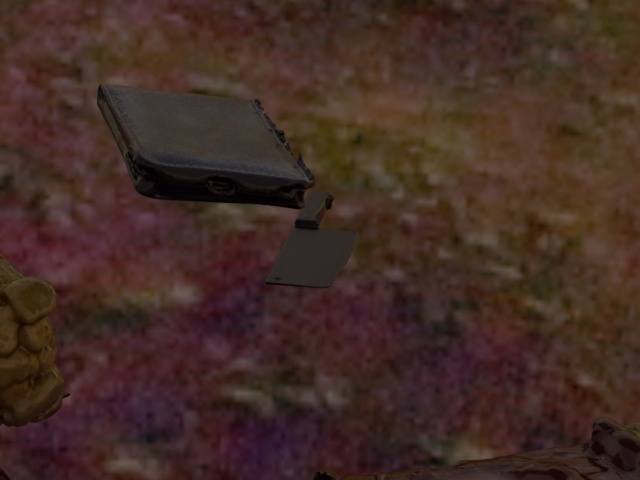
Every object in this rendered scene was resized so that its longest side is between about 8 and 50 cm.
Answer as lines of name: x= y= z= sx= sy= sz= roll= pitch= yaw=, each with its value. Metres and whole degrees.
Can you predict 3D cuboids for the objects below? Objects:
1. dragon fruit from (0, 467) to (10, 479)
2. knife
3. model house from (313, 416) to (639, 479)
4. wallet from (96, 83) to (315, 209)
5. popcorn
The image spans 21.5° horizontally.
dragon fruit: x=-0.400 y=0.247 z=1.483 sx=0.152 sy=0.205 sz=0.317 roll=29 pitch=8 yaw=27
knife: x=0.000 y=0.000 z=1.699 sx=0.072 sy=0.019 sz=0.245 roll=5 pitch=23 yaw=7
model house: x=0.144 y=0.168 z=0.645 sx=0.254 sy=0.160 sz=0.196 roll=-6 pitch=15 yaw=-22
wallet: x=-0.112 y=-0.090 z=1.563 sx=0.167 sy=0.036 sz=0.222 roll=3 pitch=24 yaw=-21
popcorn: x=-0.321 y=0.089 z=1.565 sx=0.140 sy=0.163 sz=0.194 roll=-34 pitch=72 yaw=-26
